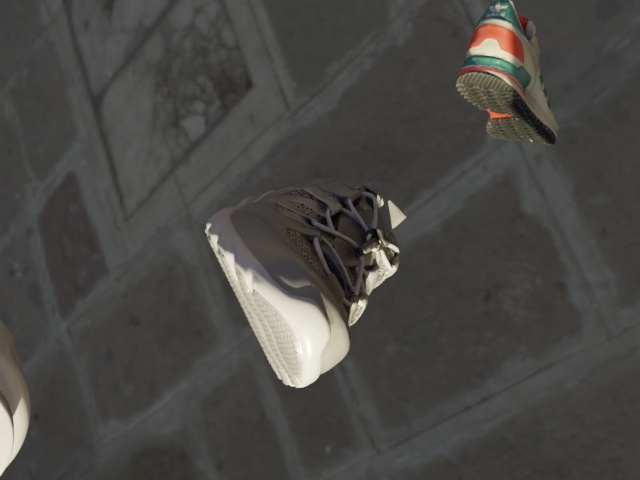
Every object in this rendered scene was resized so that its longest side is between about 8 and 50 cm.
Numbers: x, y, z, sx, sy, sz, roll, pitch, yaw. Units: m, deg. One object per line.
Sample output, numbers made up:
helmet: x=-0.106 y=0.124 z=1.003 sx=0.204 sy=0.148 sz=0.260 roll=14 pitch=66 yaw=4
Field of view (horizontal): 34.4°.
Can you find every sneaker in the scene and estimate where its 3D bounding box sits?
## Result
sneaker: x=0.148 y=-0.123 z=0.768 sx=0.057 sy=0.161 sz=0.075 roll=11 pitch=82 yaw=27
sneaker: x=0.000 y=0.000 z=0.668 sx=0.281 sy=0.115 sz=0.105 roll=-98 pitch=-16 yaw=-74

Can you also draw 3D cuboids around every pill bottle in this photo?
pill bottle: x=-0.323 y=0.136 z=0.888 sx=0.245 sy=0.136 sz=0.136 roll=-159 pitch=71 yaw=-69
